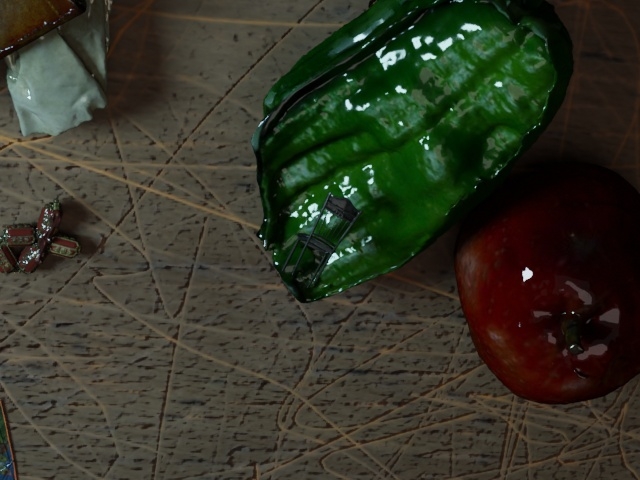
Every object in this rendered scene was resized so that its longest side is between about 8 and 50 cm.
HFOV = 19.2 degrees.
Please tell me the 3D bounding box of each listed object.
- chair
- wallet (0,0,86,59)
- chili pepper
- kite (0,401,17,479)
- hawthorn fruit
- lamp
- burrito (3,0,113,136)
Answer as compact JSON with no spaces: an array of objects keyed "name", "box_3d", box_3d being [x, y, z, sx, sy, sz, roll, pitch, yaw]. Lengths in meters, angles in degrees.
[{"name":"chair","box_3d":[0.000,-0.001,1.703,0.037,0.042,0.086,30,87,-13]},{"name":"wallet","box_3d":[-0.338,-0.196,1.636,0.255,0.031,0.137,-28,103,23]},{"name":"chili pepper","box_3d":[0.070,-0.113,1.737,0.213,0.167,0.385,41,114,-9]},{"name":"kite","box_3d":[-0.362,0.235,1.894,0.159,0.010,0.190,36,103,-22]},{"name":"hawthorn fruit","box_3d":[0.229,0.058,1.790,0.210,0.266,0.230,-1,112,10]},{"name":"lamp","box_3d":[-0.275,0.002,1.793,0.083,0.031,0.063,-20,116,4]},{"name":"burrito","box_3d":[-0.245,-0.276,1.643,0.117,0.076,0.392,-9,115,-6]}]
